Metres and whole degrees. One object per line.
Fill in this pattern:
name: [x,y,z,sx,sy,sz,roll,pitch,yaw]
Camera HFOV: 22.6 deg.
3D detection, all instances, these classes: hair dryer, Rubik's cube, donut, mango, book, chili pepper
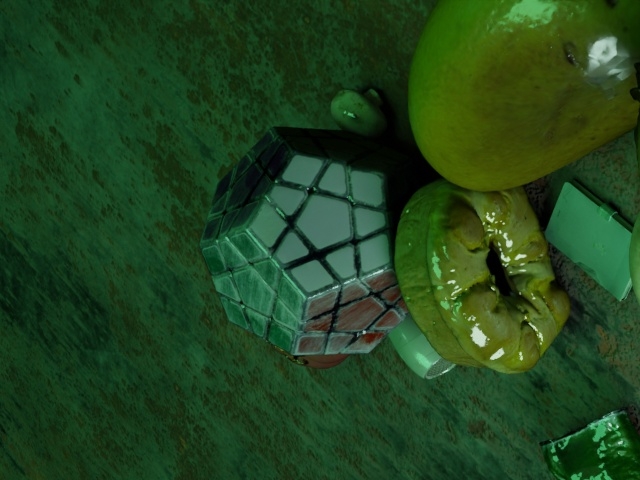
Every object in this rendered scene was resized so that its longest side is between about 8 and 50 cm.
hair dryer: [0.145,0.048,2.206,0.206,0.075,0.237,52,132,28]
Rubik's cube: [0.000,0.000,2.113,0.264,0.319,0.319,-10,101,23]
donut: [0.195,0.042,1.997,0.128,0.208,0.261,-8,111,46]
mango: [0.254,-0.204,1.777,0.445,0.301,0.220,125,143,-55]
book: [0.341,-0.003,1.976,0.135,0.017,0.103,43,138,29]
chili pepper: [0.391,0.355,2.031,0.136,0.099,0.270,-30,78,26]

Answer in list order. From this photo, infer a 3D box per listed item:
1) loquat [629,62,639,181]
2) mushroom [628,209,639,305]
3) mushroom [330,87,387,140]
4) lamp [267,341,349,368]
loquat: [0.463,-0.124,1.496,0.359,0.328,0.328,8,116,22]
mushroom: [0.450,0.060,1.711,0.254,0.195,0.189,9,111,24]
mushroom: [0.055,-0.174,2.187,0.083,0.067,0.083,45,171,9]
lamp: [-0.015,0.101,2.349,0.182,0.140,0.182,31,146,23]
